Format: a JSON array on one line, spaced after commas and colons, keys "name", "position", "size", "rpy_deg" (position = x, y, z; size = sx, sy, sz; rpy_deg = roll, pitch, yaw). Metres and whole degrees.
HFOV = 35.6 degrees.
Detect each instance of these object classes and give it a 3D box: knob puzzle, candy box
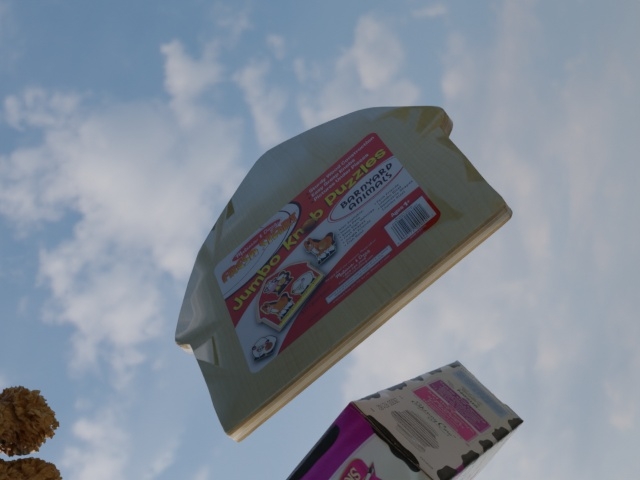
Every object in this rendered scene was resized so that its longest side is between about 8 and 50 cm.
[{"name": "knob puzzle", "position": [0.000, 0.000, 0.544], "size": [0.030, 0.213, 0.213], "rpy_deg": [44, -130, -33]}, {"name": "candy box", "position": [0.037, 0.168, 0.651], "size": [0.159, 0.071, 0.233], "rpy_deg": [-52, -17, 14]}]

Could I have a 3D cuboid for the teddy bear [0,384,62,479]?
[{"name": "teddy bear", "position": [-0.426, 0.224, 1.042], "size": [0.338, 0.113, 0.245], "rpy_deg": [24, -125, -27]}]
